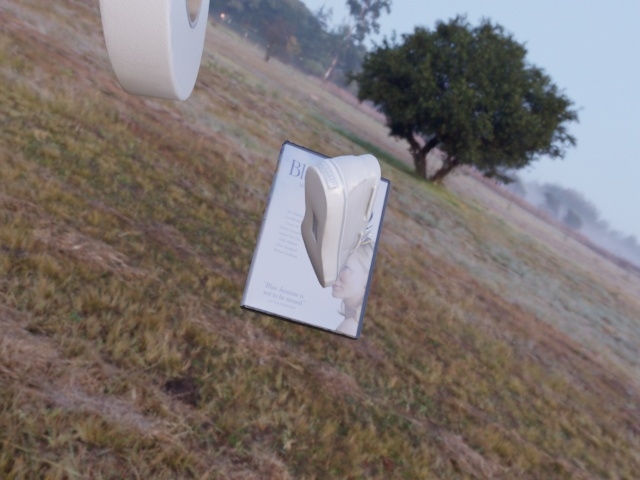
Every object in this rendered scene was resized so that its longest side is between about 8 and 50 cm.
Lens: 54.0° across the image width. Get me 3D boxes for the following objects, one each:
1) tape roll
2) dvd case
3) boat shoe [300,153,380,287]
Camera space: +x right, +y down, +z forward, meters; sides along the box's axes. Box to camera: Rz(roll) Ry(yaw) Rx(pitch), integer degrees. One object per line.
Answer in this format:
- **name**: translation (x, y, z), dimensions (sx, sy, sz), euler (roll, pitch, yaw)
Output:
- **tape roll**: translation (-0.177, -0.361, 0.737), dimensions (0.072, 0.391, 0.392), euler (6, 11, -6)
- **dvd case**: translation (0.000, 0.000, 0.910), dimensions (0.180, 0.252, 0.022), euler (18, -17, -19)
- **boat shoe**: translation (0.020, -0.017, 0.573), dimensions (0.184, 0.063, 0.066), euler (91, -22, -56)
